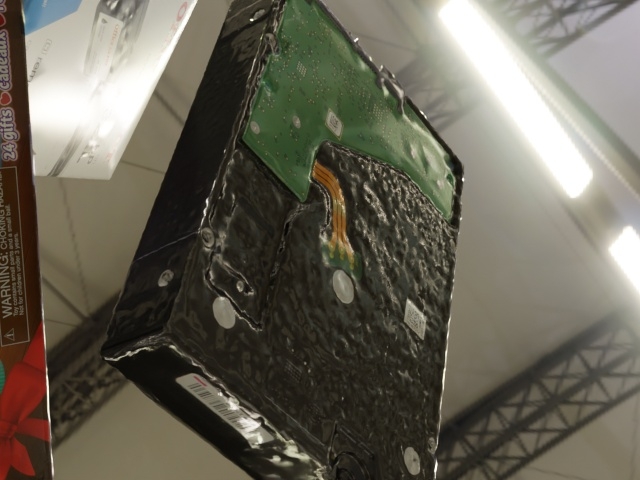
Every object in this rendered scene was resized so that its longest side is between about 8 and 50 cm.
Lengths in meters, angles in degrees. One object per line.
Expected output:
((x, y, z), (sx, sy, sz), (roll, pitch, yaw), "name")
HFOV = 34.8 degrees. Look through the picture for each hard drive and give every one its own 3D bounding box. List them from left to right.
((0.000, 0.000, 0.676), (0.237, 0.064, 0.339), (45, -140, -32), "hard drive")

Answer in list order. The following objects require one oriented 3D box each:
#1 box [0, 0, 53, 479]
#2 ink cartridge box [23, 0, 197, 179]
((-0.244, 0.002, 0.503), (0.200, 0.057, 0.294), (-9, -76, -33), "box")
((-0.241, -0.177, 0.871), (0.129, 0.307, 0.223), (29, -83, 8), "ink cartridge box")
